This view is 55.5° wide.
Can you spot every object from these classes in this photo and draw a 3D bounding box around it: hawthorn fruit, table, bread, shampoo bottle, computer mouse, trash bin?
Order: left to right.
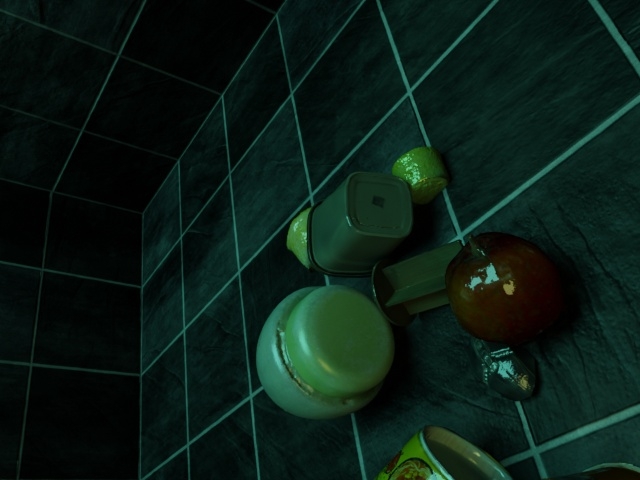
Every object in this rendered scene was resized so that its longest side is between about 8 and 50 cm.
[{"bbox_3d":[0.001,-0.004,1.757,0.197,0.197,0.170,-56,48,27],"label":"bread"},{"bbox_3d":[0.002,0.277,1.502,0.317,0.323,0.322,-42,45,48],"label":"shampoo bottle"},{"bbox_3d":[0.102,-0.045,1.529,0.250,0.220,0.219,129,142,-64],"label":"trash bin"},{"bbox_3d":[0.247,-0.166,1.519,0.129,0.111,0.114,-52,47,38],"label":"bread"},{"bbox_3d":[0.254,0.087,1.374,0.227,0.167,0.167,-24,57,40],"label":"table"},{"bbox_3d":[0.335,0.083,1.152,0.215,0.249,0.215,-29,33,21],"label":"hawthorn fruit"},{"bbox_3d":[0.356,0.244,1.223,0.105,0.062,0.192,-61,37,20],"label":"computer mouse"}]

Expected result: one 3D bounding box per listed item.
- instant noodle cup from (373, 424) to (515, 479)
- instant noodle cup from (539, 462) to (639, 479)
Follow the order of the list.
[{"bbox_3d":[0.219,0.518,1.119,0.254,0.326,0.325,-57,36,9],"label":"instant noodle cup"},{"bbox_3d":[0.415,0.465,0.925,0.250,0.192,0.250,-28,54,48],"label":"instant noodle cup"}]
